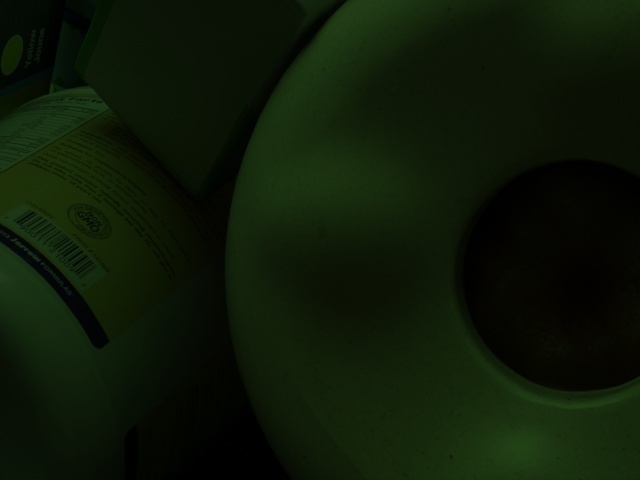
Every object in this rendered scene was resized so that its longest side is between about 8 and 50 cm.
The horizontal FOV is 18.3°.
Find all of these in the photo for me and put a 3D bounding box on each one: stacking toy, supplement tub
[{"bbox_3d":[0.164,0.004,1.141,0.350,0.351,0.480,-5,3,12],"label":"stacking toy"},{"bbox_3d":[-0.157,0.048,1.162,0.241,0.241,0.331,-1,19,25],"label":"supplement tub"}]

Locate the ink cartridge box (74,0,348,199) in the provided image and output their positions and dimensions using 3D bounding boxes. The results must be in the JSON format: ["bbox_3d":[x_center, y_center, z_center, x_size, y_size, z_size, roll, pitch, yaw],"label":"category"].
[{"bbox_3d":[0.014,-0.173,1.107,0.273,0.115,0.198,-39,-9,-33],"label":"ink cartridge box"}]

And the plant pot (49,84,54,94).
[{"bbox_3d":[-0.258,-0.082,1.763,0.165,0.167,0.167,-27,24,-26],"label":"plant pot"}]

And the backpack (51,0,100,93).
[{"bbox_3d":[-0.026,-0.130,1.385,0.355,0.273,0.290,27,31,7],"label":"backpack"}]

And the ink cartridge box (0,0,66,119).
[{"bbox_3d":[-0.268,-0.046,1.229,0.072,0.304,0.307,21,25,13],"label":"ink cartridge box"}]
